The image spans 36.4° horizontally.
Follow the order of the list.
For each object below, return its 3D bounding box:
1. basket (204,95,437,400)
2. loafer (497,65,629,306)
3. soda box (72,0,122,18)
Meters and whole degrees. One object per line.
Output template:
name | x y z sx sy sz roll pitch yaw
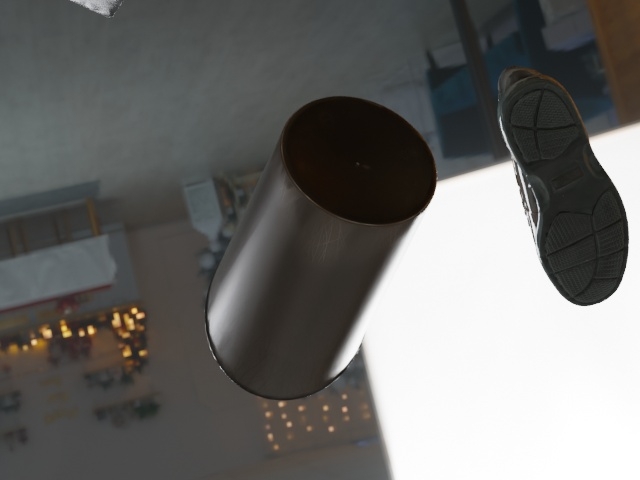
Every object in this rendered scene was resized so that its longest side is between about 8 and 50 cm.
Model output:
basket | 0.000 0.000 0.829 0.154 0.204 0.227 22 143 -3
loafer | 0.242 -0.058 0.980 0.096 0.267 0.084 -22 -151 7
soda box | -0.180 -0.245 0.828 0.060 0.053 0.169 22 169 -20
